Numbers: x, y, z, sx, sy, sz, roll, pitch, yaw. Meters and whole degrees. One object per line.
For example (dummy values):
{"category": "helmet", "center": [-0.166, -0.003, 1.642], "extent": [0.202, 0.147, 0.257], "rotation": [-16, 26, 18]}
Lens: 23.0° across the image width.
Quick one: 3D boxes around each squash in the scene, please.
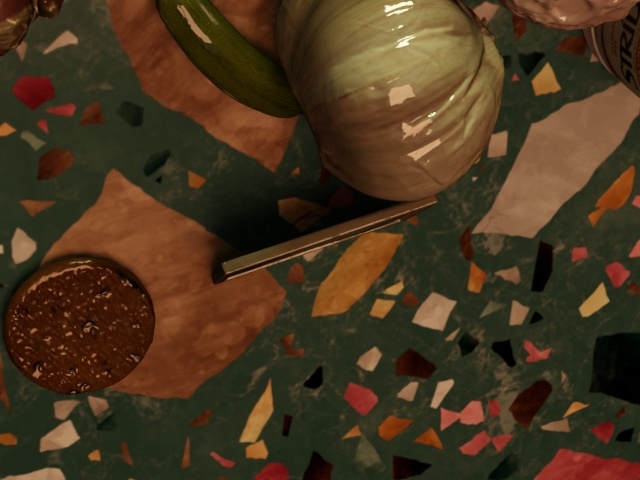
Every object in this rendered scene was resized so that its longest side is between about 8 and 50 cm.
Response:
{"category": "squash", "center": [-0.116, -0.233, 1.973], "extent": [0.071, 0.080, 0.318], "rotation": [-19, 133, 38]}

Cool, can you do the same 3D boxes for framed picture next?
{"category": "framed picture", "center": [0.000, 0.000, 2.081], "extent": [0.289, 0.213, 0.016], "rotation": [-19, 87, -9]}

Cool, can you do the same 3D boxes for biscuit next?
{"category": "biscuit", "center": [-0.324, 0.114, 2.113], "extent": [0.212, 0.036, 0.212], "rotation": [-9, 119, -15]}

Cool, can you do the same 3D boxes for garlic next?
{"category": "garlic", "center": [0.093, -0.203, 1.933], "extent": [0.259, 0.317, 0.317], "rotation": [-19, 123, -2]}

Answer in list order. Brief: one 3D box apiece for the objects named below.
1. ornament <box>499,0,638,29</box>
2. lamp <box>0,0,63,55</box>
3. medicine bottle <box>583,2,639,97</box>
{"category": "ornament", "center": [0.314, -0.385, 1.937], "extent": [0.225, 0.259, 0.259], "rotation": [-8, 123, -39]}
{"category": "lamp", "center": [-0.414, -0.280, 1.803], "extent": [0.223, 0.151, 0.215], "rotation": [27, 115, 4]}
{"category": "medicine bottle", "center": [0.504, -0.283, 2.070], "extent": [0.252, 0.241, 0.252], "rotation": [-9, 120, -15]}
